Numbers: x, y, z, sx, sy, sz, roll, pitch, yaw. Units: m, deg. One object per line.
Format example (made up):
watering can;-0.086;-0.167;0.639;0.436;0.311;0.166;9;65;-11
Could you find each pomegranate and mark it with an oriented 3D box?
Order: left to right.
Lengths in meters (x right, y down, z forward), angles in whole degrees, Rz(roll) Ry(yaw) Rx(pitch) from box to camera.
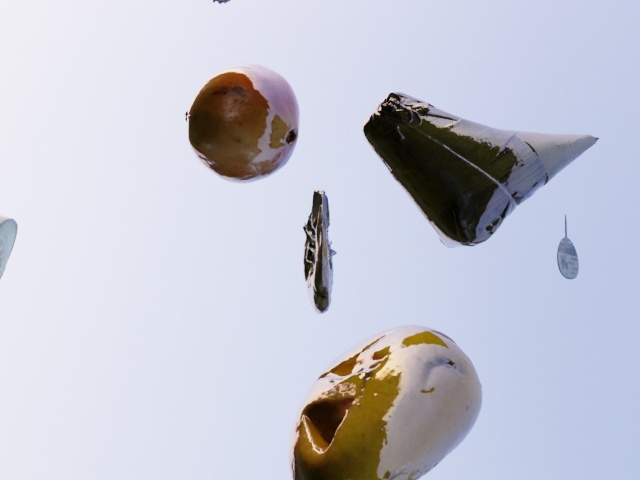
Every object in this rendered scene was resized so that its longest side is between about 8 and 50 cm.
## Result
pomegranate;-0.129;-0.202;1.747;0.209;0.209;0.209;6;-83;53

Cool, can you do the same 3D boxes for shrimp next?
shrimp;0.000;0.000;1.432;0.217;0.051;0.150;-95;-177;-47

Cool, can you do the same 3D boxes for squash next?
squash;-0.656;0.049;1.931;0.220;0.133;0.220;-44;-145;43

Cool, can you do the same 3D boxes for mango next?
mango;0.085;0.251;1.382;0.253;0.365;0.182;-22;-75;30

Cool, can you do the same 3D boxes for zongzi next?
zongzi;0.249;-0.171;1.604;0.274;0.300;0.145;52;-2;-3

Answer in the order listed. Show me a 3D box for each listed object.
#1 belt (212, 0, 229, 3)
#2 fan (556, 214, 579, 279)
belt;-0.184;-0.324;1.084;0.053;0.232;0.071;-44;-139;41
fan;0.308;0.014;1.267;0.003;0.060;0.080;-9;-75;38
